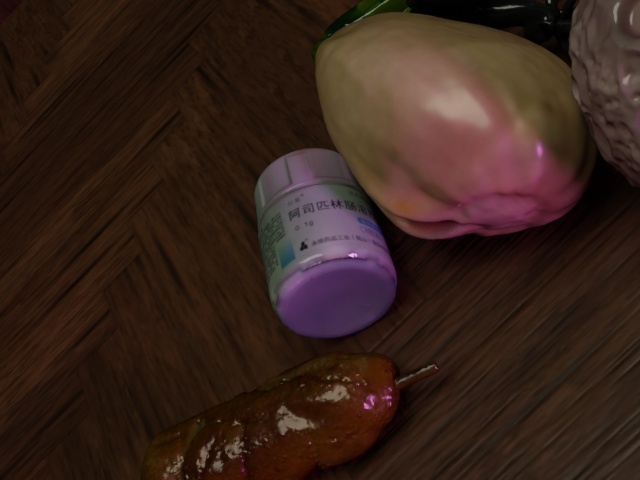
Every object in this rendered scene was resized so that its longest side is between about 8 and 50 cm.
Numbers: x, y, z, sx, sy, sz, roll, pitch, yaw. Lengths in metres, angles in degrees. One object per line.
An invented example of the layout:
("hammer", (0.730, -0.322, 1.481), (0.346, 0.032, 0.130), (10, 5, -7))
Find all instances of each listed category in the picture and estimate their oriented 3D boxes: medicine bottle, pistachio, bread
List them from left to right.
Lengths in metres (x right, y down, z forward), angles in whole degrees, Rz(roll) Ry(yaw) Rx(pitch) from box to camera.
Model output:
("bread", (-0.040, 0.184, 0.776), (0.344, 0.084, 0.124), (-28, 48, 20))
("medicine bottle", (0.000, 0.000, 0.835), (0.135, 0.135, 0.168), (-32, 45, 17))
("pistachio", (0.117, -0.121, 0.766), (0.214, 0.193, 0.318), (-48, 57, -1))

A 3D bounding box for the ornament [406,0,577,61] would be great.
("ornament", (0.209, -0.259, 0.790), (0.236, 0.202, 0.080), (8, 67, 16))

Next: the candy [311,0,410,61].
("candy", (0.087, -0.192, 0.943), (0.149, 0.069, 0.246), (-33, 51, 15))

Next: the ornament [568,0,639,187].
("ornament", (0.321, -0.136, 0.587), (0.259, 0.259, 0.225), (-32, 48, 17))
